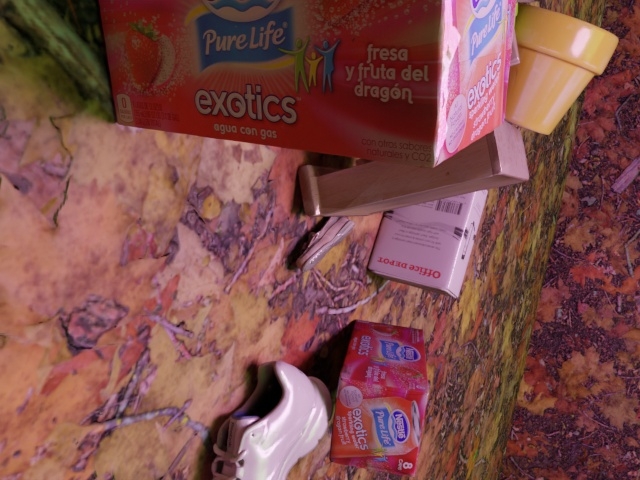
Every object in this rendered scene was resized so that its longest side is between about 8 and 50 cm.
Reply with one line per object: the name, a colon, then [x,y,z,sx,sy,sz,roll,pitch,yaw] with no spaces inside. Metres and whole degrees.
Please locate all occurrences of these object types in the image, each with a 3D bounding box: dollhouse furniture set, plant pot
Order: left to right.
dollhouse furniture set: [0.099,-0.248,0.753,0.362,0.256,0.395,-5,84,-59]
plant pot: [0.502,-0.384,1.294,0.254,0.253,0.239,-16,131,-56]

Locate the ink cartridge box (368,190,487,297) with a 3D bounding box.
ink cartridge box: [0.189,-0.018,0.984,0.086,0.148,0.203,32,75,-60]

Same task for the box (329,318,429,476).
box: [0.093,0.225,0.860,0.257,0.122,0.128,-49,147,-77]

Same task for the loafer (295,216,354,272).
loafer: [0.000,0.000,0.796,0.125,0.039,0.045,-40,167,-42]

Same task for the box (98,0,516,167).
box: [-0.015,-0.159,0.444,0.154,0.299,0.142,-31,127,-50]

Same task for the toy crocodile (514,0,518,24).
toy crocodile: [0.306,-0.380,1.104,0.340,0.105,0.115,-48,139,-32]

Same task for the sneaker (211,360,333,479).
sneaker: [-0.093,0.286,0.702,0.129,0.110,0.297,51,50,-40]

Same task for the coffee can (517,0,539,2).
coffee can: [0.406,-0.631,1.061,0.201,0.201,0.276,25,80,-59]
